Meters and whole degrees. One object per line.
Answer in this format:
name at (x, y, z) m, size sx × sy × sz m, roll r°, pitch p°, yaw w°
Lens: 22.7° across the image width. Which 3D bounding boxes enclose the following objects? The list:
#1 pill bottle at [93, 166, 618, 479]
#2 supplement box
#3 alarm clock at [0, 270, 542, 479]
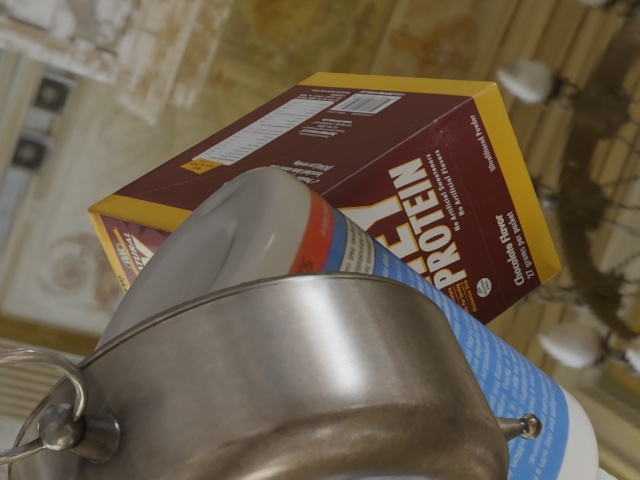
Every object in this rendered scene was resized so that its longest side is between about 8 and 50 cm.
pill bottle at (0.028, 0.082, 0.617) m, size 0.124 × 0.221 × 0.124 m, roll -45°, pitch -160°, yaw 21°
supplement box at (0.000, 0.000, 0.972) m, size 0.191 × 0.194 × 0.129 m, roll 12°, pitch -50°, yaw 55°
alarm clock at (-0.026, 0.064, 0.415) m, size 0.129 × 0.192 × 0.064 m, roll -39°, pitch -129°, yaw 21°
